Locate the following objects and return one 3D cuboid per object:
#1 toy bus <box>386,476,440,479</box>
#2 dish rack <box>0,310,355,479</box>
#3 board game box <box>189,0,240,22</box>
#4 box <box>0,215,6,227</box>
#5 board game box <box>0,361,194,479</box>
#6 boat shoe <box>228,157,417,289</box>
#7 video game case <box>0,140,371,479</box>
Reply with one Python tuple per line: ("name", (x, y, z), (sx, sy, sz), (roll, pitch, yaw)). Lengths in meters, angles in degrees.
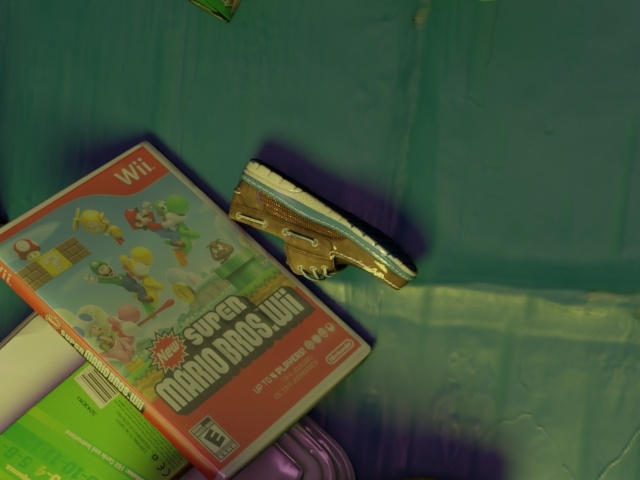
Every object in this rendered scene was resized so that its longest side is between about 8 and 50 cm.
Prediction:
("toy bus", (-0.032, 0.256, 1.119), (0.333, 0.130, 0.108), (0, 96, -25))
("dish rack", (-0.166, 0.191, 1.230), (0.333, 0.072, 0.285), (42, 76, 13))
("board game box", (-0.047, -0.354, 1.214), (0.046, 0.213, 0.317), (28, 92, 13))
("box", (-0.637, 0.006, 1.271), (0.480, 0.297, 0.472), (41, 96, 11))
("board game box", (-0.221, 0.205, 1.168), (0.259, 0.039, 0.124), (-40, 75, -17))
("boat shoe", (0.000, 0.000, 1.260), (0.183, 0.066, 0.066), (33, 98, 22))
("video game case", (-0.119, 0.053, 1.226), (0.285, 0.204, 0.025), (42, 138, 12))
